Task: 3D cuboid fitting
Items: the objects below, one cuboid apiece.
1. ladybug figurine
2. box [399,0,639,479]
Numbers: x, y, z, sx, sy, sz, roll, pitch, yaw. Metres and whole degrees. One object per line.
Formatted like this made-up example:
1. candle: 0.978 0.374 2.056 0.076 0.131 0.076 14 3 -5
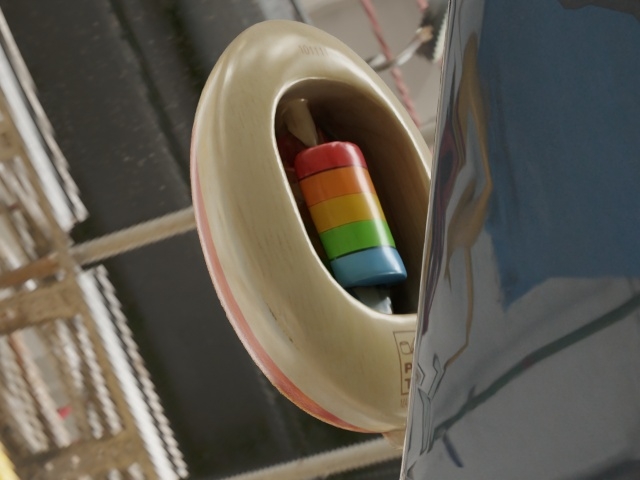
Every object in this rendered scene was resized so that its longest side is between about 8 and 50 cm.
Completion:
1. ladybug figurine: 0.000 0.000 1.486 0.162 0.305 0.449 -35 -116 42
2. box: 0.244 -0.037 0.716 0.212 0.395 0.293 26 -52 31
